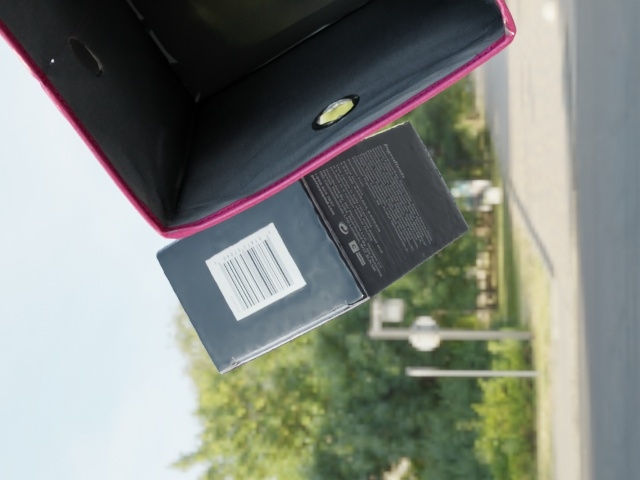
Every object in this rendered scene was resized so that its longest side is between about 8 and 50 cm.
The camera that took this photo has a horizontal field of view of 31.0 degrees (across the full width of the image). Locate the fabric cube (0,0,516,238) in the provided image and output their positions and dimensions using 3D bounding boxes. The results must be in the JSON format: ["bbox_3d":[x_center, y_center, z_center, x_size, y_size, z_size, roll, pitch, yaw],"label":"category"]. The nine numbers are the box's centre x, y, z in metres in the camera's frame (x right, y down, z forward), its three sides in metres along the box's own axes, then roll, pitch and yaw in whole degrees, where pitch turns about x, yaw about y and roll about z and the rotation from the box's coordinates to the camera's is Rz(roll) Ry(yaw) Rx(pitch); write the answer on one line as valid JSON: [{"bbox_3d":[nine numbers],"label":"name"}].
[{"bbox_3d":[-0.058,-0.203,0.745,0.259,0.254,0.258,55,-167,-22],"label":"fabric cube"}]

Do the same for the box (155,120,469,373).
[{"bbox_3d":[0.000,0.000,0.908,0.108,0.153,0.207,61,-148,1],"label":"box"}]
